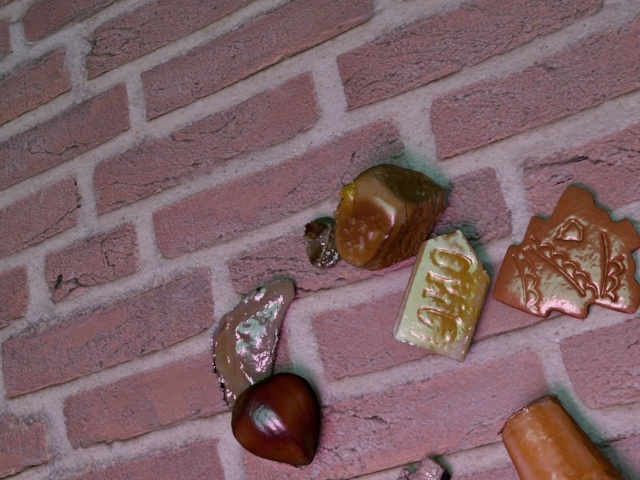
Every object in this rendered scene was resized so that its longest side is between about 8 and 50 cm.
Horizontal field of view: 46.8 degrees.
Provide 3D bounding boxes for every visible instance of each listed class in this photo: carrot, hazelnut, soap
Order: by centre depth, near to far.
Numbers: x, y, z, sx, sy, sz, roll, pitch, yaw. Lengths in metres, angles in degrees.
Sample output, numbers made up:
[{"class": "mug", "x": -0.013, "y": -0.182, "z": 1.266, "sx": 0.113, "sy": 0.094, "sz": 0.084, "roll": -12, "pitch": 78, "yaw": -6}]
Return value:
[{"class": "carrot", "x": 0.437, "y": 0.434, "z": 1.347, "sx": 0.196, "sy": 0.196, "sz": 0.254, "roll": -40, "pitch": 58, "yaw": 10}, {"class": "soap", "x": 0.259, "y": 0.105, "z": 1.531, "sx": 0.160, "sy": 0.080, "sz": 0.258, "roll": 17, "pitch": 86, "yaw": 7}, {"class": "hazelnut", "x": -0.083, "y": 0.390, "z": 1.575, "sx": 0.208, "sy": 0.208, "sz": 0.208, "roll": -6, "pitch": 76, "yaw": 22}]

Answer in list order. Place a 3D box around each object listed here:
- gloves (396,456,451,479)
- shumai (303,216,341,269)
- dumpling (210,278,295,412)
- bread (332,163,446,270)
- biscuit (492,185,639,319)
[{"class": "gloves", "x": 0.193, "y": 0.499, "z": 1.476, "sx": 0.144, "sy": 0.110, "sz": 0.094, "roll": -37, "pitch": 54, "yaw": -20}, {"class": "shumai", "x": 0.001, "y": 0.000, "z": 1.680, "sx": 0.098, "sy": 0.087, "sz": 0.124, "roll": -14, "pitch": 74, "yaw": 18}, {"class": "dumpling", "x": -0.173, "y": 0.236, "z": 1.701, "sx": 0.166, "sy": 0.086, "sz": 0.332, "roll": 16, "pitch": 83, "yaw": -7}, {"class": "bread", "x": 0.134, "y": -0.057, "z": 1.553, "sx": 0.176, "sy": 0.246, "sz": 0.196, "roll": 41, "pitch": 121, "yaw": 23}, {"class": "biscuit", "x": 0.486, "y": 0.051, "z": 1.482, "sx": 0.306, "sy": 0.043, "sz": 0.284, "roll": -28, "pitch": 68, "yaw": 15}]
